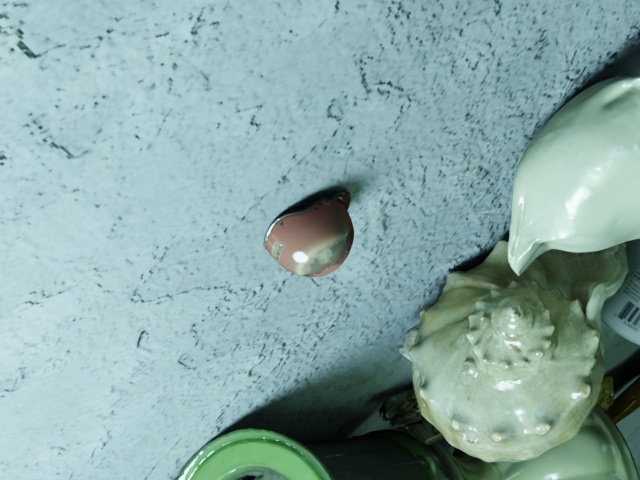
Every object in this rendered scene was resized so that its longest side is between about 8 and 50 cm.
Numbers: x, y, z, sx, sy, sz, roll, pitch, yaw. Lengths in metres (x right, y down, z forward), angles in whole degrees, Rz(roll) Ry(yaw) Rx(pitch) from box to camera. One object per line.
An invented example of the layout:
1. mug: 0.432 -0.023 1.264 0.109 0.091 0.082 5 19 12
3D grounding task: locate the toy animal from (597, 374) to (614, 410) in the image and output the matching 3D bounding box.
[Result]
1. toy animal: 0.357 0.239 2.052 0.149 0.054 0.275 -37 160 9

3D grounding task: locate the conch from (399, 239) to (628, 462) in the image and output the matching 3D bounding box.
1. conch: 0.196 0.097 1.413 0.263 0.186 0.324 -49 175 -13

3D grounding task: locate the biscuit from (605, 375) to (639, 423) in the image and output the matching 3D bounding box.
1. biscuit: 0.511 0.224 2.218 0.215 0.034 0.182 -43 168 1

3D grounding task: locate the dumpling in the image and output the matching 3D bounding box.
1. dumpling: 0.260 -0.062 1.250 0.162 0.132 0.250 1 137 -50

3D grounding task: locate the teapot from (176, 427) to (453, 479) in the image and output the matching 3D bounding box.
1. teapot: -0.015 0.303 1.512 0.270 0.200 0.337 -18 167 25

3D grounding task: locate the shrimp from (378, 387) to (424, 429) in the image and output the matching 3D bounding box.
1. shrimp: 0.161 0.150 1.618 0.219 0.046 0.152 -20 153 -41

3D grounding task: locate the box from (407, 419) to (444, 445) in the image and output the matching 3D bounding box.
1. box: 0.138 0.208 1.688 0.083 0.053 0.024 -21 152 -35

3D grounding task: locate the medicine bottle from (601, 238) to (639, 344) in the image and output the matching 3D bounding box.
1. medicine bottle: 0.391 -0.030 1.452 0.157 0.157 0.289 -18 148 -36

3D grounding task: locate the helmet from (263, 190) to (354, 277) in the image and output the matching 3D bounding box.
1. helmet: 0.002 0.000 1.111 0.084 0.049 0.065 -25 153 -24

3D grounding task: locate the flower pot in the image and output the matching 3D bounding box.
1. flower pot: 0.224 0.336 1.771 0.244 0.307 0.307 -5 145 -24
